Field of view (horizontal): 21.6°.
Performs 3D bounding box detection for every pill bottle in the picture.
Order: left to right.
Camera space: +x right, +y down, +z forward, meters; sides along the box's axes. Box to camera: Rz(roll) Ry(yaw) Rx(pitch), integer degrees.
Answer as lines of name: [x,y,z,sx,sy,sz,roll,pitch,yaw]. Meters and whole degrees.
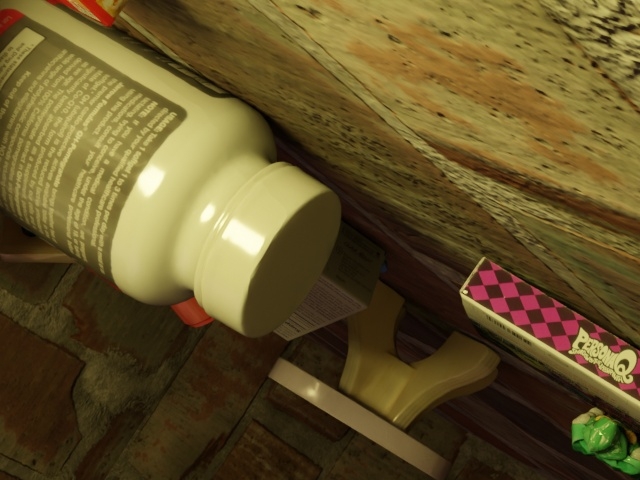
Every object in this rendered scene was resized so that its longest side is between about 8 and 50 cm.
pill bottle: [-0.147,-0.058,1.323,0.318,0.176,0.176,31,174,21]

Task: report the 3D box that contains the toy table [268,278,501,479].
toy table: [0.085,0.157,1.964,0.252,0.161,0.274,27,173,42]

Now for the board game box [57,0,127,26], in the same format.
board game box: [-0.214,-0.216,1.017,0.146,0.045,0.193,29,173,37]

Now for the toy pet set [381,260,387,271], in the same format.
toy pet set: [0.000,0.000,1.730,0.122,0.065,0.114,31,140,-12]

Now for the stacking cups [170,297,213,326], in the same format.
stacking cups: [-0.201,-0.046,1.661,0.316,0.096,0.096,57,164,-25]

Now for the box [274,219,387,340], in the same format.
box: [-0.029,0.024,1.645,0.126,0.072,0.137,36,144,-23]

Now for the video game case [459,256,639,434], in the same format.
video game case: [0.224,0.105,1.342,0.232,0.042,0.210,32,175,15]

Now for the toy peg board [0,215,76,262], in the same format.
toy peg board: [-0.201,-0.067,1.485,0.161,0.161,0.079,0,144,7]

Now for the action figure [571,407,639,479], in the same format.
action figure: [0.279,0.185,1.532,0.137,0.063,0.232,28,-178,22]
